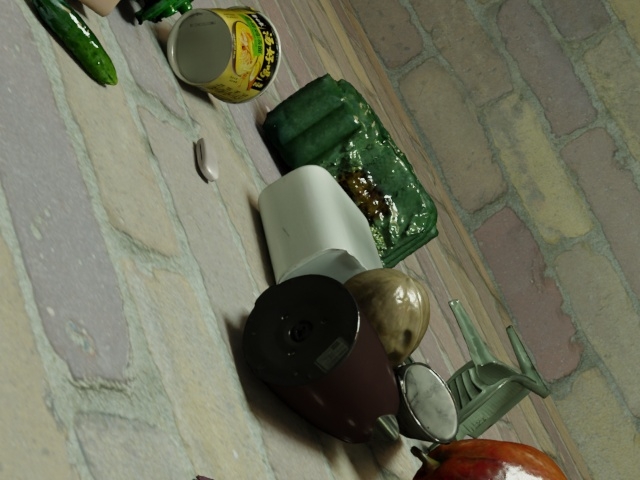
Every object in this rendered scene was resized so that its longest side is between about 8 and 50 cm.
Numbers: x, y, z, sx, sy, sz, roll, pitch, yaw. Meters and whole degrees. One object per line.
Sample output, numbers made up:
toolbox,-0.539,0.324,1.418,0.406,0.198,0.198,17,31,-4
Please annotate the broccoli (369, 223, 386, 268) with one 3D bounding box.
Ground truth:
broccoli,0.045,0.019,1.959,0.204,0.122,0.118,68,7,-88

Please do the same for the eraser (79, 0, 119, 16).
eraser,-0.348,-0.399,1.426,0.171,0.087,0.290,62,13,22

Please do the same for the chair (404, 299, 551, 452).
chair,0.246,0.246,1.969,0.190,0.203,0.275,37,16,-32

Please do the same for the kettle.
kettle,-0.001,0.151,1.448,0.202,0.144,0.232,34,-15,37

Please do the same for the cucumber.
cucumber,-0.289,-0.243,1.403,0.168,0.039,0.039,52,15,-34

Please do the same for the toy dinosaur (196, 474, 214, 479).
toy dinosaur,-0.055,0.291,1.111,0.139,0.070,0.286,42,-5,47

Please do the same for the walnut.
walnut,0.073,0.109,1.595,0.140,0.162,0.140,25,21,-10

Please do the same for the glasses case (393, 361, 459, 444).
glasses case,0.130,0.226,1.643,0.114,0.060,0.299,61,-7,6

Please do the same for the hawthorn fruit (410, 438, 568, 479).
hawthorn fruit,0.223,0.367,1.623,0.261,0.224,0.224,34,21,-16

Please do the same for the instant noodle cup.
instant noodle cup,-0.149,-0.282,1.778,0.151,0.151,0.122,61,23,8

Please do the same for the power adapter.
power adapter,0.000,0.000,1.744,0.187,0.124,0.255,49,16,-41

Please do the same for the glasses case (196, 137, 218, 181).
glasses case,-0.155,-0.111,1.633,0.032,0.021,0.083,52,15,-37

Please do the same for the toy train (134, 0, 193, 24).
toy train,-0.206,-0.417,1.715,0.145,0.202,0.266,56,13,-8

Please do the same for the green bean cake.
green bean cake,0.069,-0.118,2.090,0.308,0.169,0.300,59,10,15
